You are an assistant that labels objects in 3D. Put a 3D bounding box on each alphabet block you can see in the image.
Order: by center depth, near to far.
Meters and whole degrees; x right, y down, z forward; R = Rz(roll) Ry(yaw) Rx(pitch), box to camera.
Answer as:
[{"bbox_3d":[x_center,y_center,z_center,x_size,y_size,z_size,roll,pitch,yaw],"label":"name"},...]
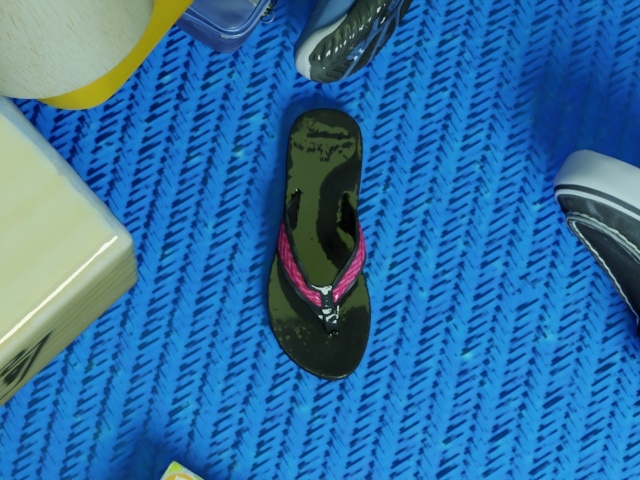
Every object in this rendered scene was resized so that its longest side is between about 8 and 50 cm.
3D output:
[{"bbox_3d":[-0.240,0.010,1.014,0.197,0.193,0.192,-42,85,-9],"label":"alphabet block"}]

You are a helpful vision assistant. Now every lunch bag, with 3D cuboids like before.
[{"bbox_3d":[-0.071,-0.170,1.120,0.098,0.065,0.067,32,80,1],"label":"lunch bag"}]

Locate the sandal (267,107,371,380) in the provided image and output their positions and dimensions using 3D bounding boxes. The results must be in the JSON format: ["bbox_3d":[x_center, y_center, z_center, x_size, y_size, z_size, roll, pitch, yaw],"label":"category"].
[{"bbox_3d":[0.000,0.000,1.111,0.067,0.040,0.179,1,81,-5],"label":"sandal"}]

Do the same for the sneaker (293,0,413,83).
[{"bbox_3d":[0.031,-0.195,1.133,0.081,0.080,0.211,27,70,6],"label":"sneaker"}]

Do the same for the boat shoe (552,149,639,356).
[{"bbox_3d":[0.252,0.068,1.094,0.301,0.108,0.102,42,79,-5],"label":"boat shoe"}]

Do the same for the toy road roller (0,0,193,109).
[{"bbox_3d":[-0.154,-0.259,0.943,0.240,0.202,0.329,23,66,26],"label":"toy road roller"}]

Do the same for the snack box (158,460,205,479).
[{"bbox_3d":[-0.089,0.223,1.070,0.100,0.037,0.141,33,80,0],"label":"snack box"}]
